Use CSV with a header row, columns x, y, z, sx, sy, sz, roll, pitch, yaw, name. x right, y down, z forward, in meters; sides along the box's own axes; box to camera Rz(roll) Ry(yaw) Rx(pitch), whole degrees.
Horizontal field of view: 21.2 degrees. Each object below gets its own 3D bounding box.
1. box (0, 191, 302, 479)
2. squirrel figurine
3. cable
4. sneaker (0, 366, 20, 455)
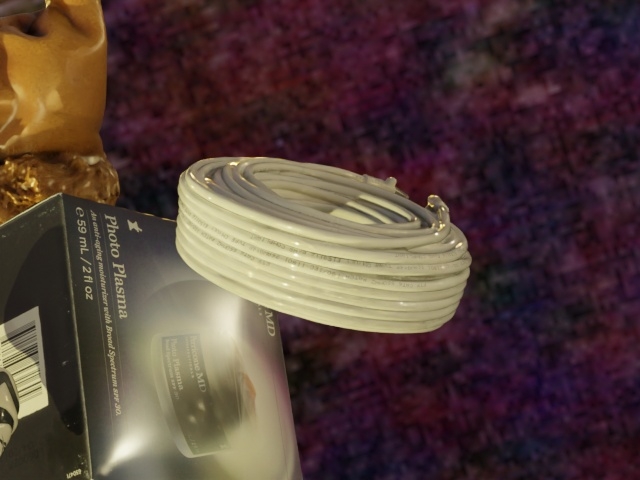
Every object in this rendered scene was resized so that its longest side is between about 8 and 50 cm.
x,y,z,sx,sy,sz,roll,pitch,yaw,name
-0.189,0.136,1.725,0.183,0.296,0.294,-25,-26,35,box
-0.439,-0.116,1.947,0.370,0.397,0.281,-7,-17,-28,squirrel figurine
0.000,0.000,1.439,0.257,0.089,0.257,13,14,-12,cable
-0.388,0.187,1.498,0.235,0.094,0.153,2,40,-2,sneaker
